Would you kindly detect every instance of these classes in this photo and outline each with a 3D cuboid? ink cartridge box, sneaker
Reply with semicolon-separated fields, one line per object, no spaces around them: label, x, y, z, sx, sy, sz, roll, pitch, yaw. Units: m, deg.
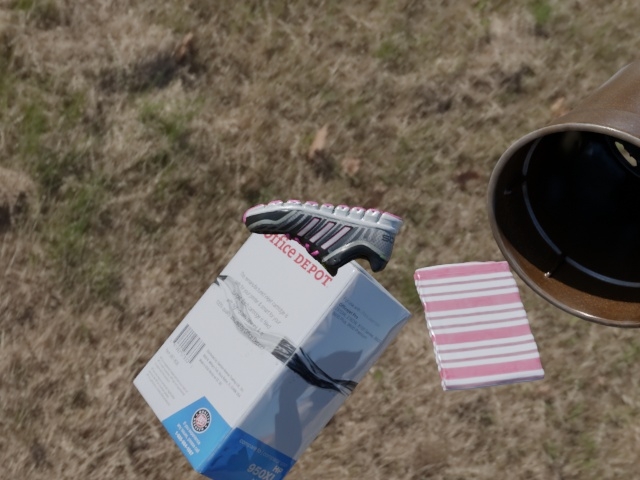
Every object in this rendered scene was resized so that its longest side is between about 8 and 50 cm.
ink cartridge box;-0.084;0.178;1.570;0.395;0.285;0.166;-51;128;-1
sneaker;0.000;0.000;1.017;0.170;0.063;0.074;6;85;2

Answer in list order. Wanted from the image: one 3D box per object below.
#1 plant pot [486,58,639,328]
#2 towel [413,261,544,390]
plant pot;0.235;-0.050;0.713;0.167;0.167;0.165;45;51;1
towel;0.217;0.116;1.326;0.144;0.029;0.197;-5;56;-9
